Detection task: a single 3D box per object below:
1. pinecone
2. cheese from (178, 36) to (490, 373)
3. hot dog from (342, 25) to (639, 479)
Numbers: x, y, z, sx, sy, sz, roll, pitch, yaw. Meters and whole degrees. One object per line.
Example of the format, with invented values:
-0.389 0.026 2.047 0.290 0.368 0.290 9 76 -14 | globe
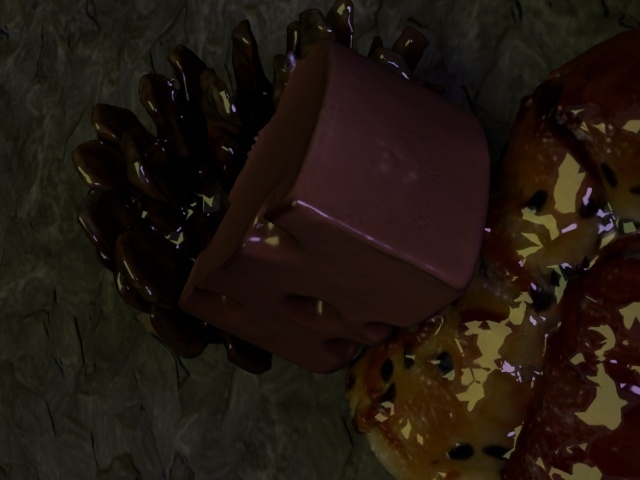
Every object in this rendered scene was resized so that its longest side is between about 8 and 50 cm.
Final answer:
-0.036 -0.040 0.980 0.309 0.244 0.244 -36 62 19 | pinecone
0.012 -0.012 0.795 0.203 0.128 0.177 -61 12 2 | cheese
0.216 0.068 0.769 0.367 0.196 0.365 46 111 33 | hot dog
